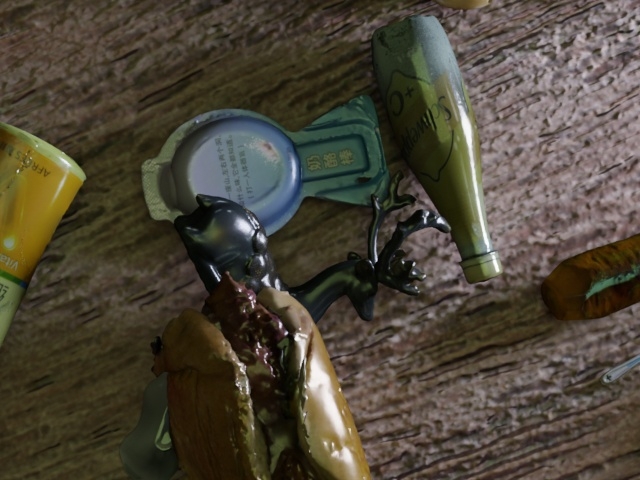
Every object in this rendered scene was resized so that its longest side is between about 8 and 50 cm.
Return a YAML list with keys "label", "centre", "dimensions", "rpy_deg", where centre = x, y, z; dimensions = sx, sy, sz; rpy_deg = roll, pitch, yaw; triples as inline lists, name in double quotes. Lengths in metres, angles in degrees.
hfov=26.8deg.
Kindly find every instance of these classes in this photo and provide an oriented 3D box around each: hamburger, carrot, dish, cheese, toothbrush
- label: "hamburger"
  centre: [-0.042, 0.200, 1.213]
  dimensions: [0.155, 0.282, 0.245]
  rpy_deg: [-18, 50, -26]
- label: "carrot"
  centre: [0.346, 0.011, 1.357]
  dimensions: [0.260, 0.070, 0.070]
  rpy_deg: [-24, 86, -12]
- label: "dish"
  centre: [-0.135, 0.172, 1.280]
  dimensions: [0.091, 0.039, 0.137]
  rpy_deg: [41, 77, -1]
- label: "cheese"
  centre: [-0.053, -0.069, 1.320]
  dimensions: [0.244, 0.052, 0.135]
  rpy_deg: [-11, 86, -12]
- label: "toothbrush"
  centre: [0.353, 0.103, 1.368]
  dimensions: [0.162, 0.017, 0.014]
  rpy_deg: [-29, 81, -11]

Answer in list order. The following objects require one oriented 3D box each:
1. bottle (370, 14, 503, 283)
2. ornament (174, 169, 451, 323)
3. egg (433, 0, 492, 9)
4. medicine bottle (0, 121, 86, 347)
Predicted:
- label: "bottle"
  centre: [0.122, -0.088, 1.330]
  dimensions: [0.083, 0.083, 0.270]
  rpy_deg: [-19, 86, -10]
- label: "ornament"
  centre: [0.000, 0.000, 1.278]
  dimensions: [0.236, 0.080, 0.202]
  rpy_deg: [-29, 114, -6]
- label: "egg"
  centre: [0.138, -0.276, 1.362]
  dimensions: [0.096, 0.080, 0.080]
  rpy_deg: [17, 80, 3]
- label: "medicine bottle"
  centre: [-0.319, 0.014, 1.238]
  dimensions: [0.124, 0.124, 0.239]
  rpy_deg: [23, 78, -4]
